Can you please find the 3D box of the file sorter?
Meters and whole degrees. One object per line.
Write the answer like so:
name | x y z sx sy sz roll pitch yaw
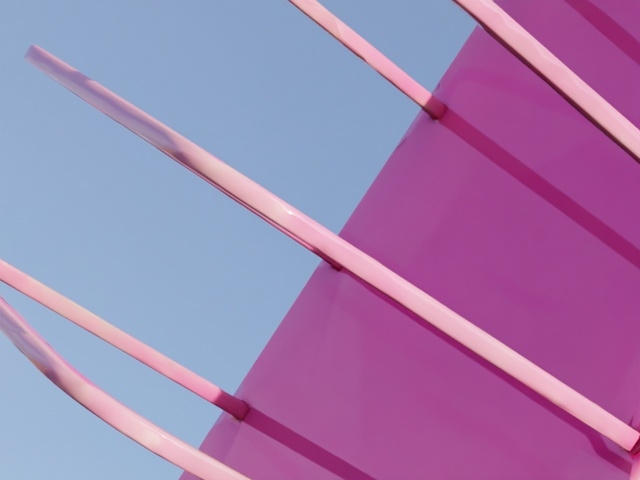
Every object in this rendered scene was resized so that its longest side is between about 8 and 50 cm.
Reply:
file sorter | 0.000 0.000 0.585 0.182 0.290 0.202 34 -1 -33
